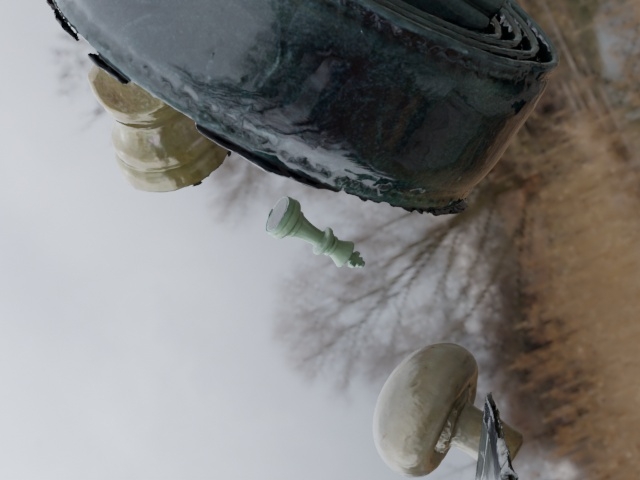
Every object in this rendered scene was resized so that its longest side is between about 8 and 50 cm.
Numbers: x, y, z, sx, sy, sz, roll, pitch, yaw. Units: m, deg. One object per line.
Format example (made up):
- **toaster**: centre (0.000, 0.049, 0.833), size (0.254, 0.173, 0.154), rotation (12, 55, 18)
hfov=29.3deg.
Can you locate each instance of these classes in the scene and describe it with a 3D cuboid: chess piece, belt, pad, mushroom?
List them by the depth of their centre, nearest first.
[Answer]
- **belt**: centre (-0.013, -0.121, 0.592), size (0.267, 0.116, 0.206), rotation (21, -153, -23)
- **chess piece**: centre (-0.189, -0.192, 1.331), size (0.301, 0.137, 0.137), rotation (80, 176, -50)
- **pad**: centre (0.203, 0.302, 1.449), size (0.233, 0.022, 0.174), rotation (-82, -3, -74)
- **chess piece**: centre (0.000, 0.000, 1.652), size (0.149, 0.059, 0.059), rotation (32, -156, -21)
- **mushroom**: centre (0.170, 0.264, 1.765), size (0.209, 0.206, 0.206), rotation (57, -173, 21)
